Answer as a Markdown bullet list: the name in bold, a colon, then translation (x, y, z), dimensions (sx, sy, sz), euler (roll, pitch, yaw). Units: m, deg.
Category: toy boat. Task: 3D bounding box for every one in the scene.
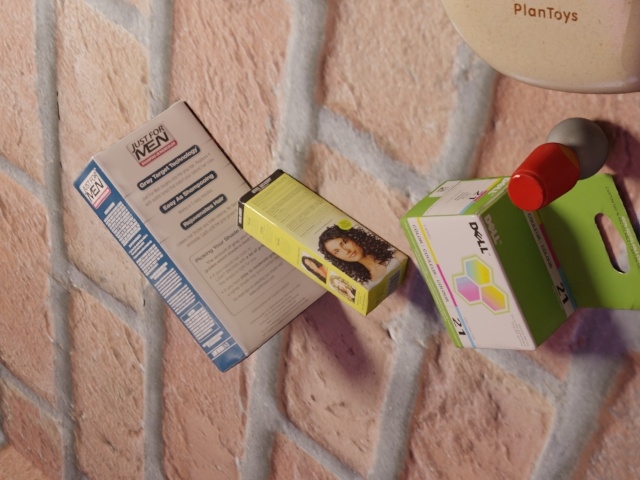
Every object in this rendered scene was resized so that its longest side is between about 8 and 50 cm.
- **toy boat**: translation (0.243, -0.187, 1.390), dimensions (0.267, 0.148, 0.318), euler (20, 127, 31)

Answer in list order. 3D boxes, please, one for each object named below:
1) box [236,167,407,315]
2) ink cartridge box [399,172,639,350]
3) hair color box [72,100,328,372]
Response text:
- **box**: translation (0.000, 0.000, 1.869), dimensions (0.232, 0.087, 0.058), euler (33, 144, 23)
- **ink cartridge box**: translation (0.239, 0.026, 1.606), dimensions (0.255, 0.097, 0.188), euler (-2, 119, 51)
- **hair color box**: translation (-0.169, -0.006, 1.979), dimensions (0.347, 0.174, 0.105), euler (53, 147, 0)
